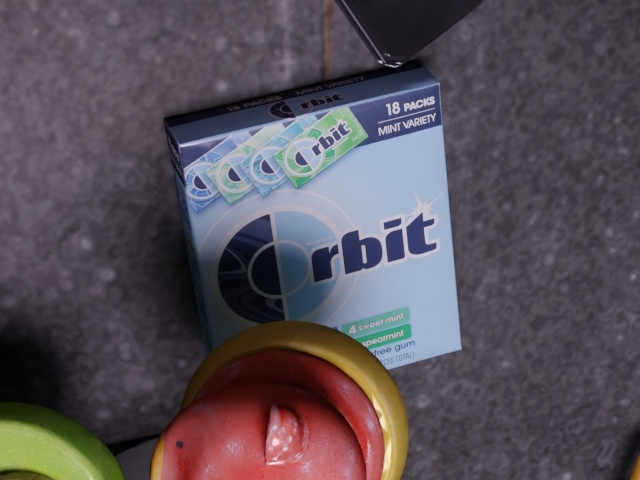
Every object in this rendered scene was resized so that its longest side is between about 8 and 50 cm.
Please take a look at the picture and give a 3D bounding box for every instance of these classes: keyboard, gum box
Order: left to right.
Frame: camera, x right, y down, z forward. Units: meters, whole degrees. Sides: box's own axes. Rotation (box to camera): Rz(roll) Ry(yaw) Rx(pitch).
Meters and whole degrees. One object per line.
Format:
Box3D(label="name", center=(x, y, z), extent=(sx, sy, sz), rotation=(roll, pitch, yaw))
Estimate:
Box3D(label="gum box", center=(0.000, 0.000, 0.951), extent=(0.157, 0.041, 0.184), rotation=(-14, 120, -12))
Box3D(label="keyboard", center=(0.081, -0.187, 0.895), extent=(0.180, 0.023, 0.108), rotation=(-38, 129, 1))

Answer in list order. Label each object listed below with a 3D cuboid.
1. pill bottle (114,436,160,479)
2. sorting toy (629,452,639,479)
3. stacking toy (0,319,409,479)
Box3D(label="pill bottle", center=(-0.051, 0.313, 0.989), extent=(0.204, 0.204, 0.361), rotation=(-9, 110, -16))
Box3D(label="sorting toy", center=(0.356, 0.194, 1.183), extent=(0.347, 0.047, 0.196), rotation=(21, 103, -28))
Box3D(label="stacking toy", center=(-0.087, 0.211, 0.795), extent=(0.279, 0.130, 0.309), rotation=(-6, 99, 6))
